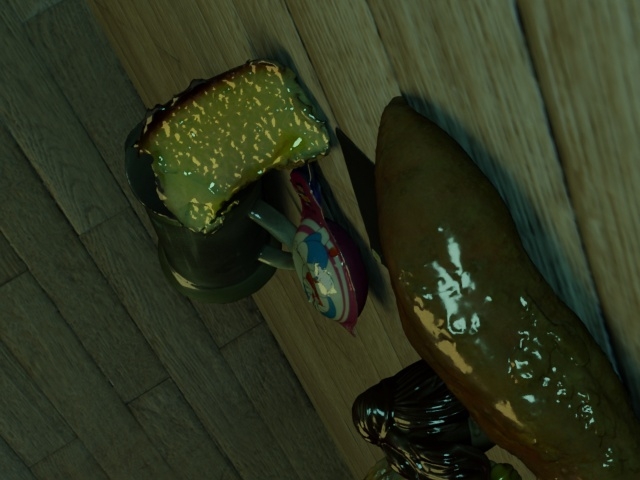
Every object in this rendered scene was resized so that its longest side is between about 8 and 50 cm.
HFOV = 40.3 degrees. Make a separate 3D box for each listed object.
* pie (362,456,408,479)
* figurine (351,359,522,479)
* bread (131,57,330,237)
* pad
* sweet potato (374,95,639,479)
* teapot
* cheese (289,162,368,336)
[{"bbox_3d":[0.128,0.390,1.224,0.205,0.179,0.084,54,177,-19],"label":"pie"},{"bbox_3d":[0.164,0.251,0.817,0.315,0.168,0.187,64,-176,24],"label":"figurine"},{"bbox_3d":[-0.092,-0.095,0.864,0.140,0.160,0.169,59,163,-8],"label":"bread"},{"bbox_3d":[0.063,-0.013,0.834,0.116,0.004,0.193,49,166,39],"label":"pad"},{"bbox_3d":[0.113,0.063,0.543,0.106,0.095,0.354,-19,-103,-58],"label":"sweet potato"},{"bbox_3d":[-0.140,-0.041,1.257,0.270,0.200,0.337,29,161,12],"label":"teapot"},{"bbox_3d":[0.000,0.000,1.006,0.155,0.062,0.244,-145,36,-64],"label":"cheese"}]
